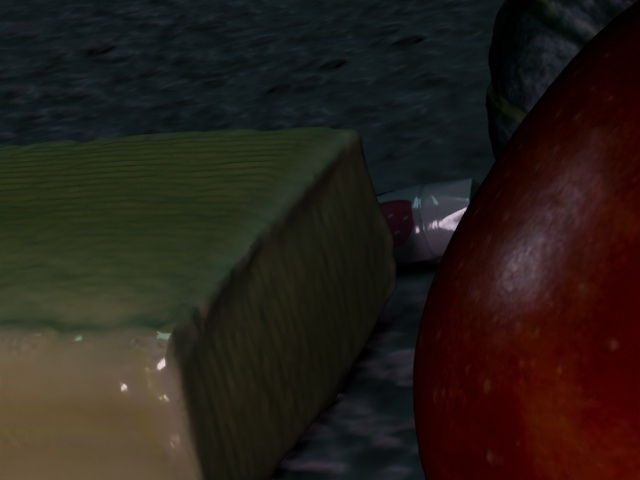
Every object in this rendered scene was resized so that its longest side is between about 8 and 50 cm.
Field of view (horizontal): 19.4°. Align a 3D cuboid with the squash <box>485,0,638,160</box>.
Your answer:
[{"bbox_3d":[0.203,-0.073,0.869,0.252,0.252,0.165,-10,24,9],"label":"squash"}]

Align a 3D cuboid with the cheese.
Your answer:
[{"bbox_3d":[-0.127,0.039,0.952,0.265,0.124,0.242,-2,22,27],"label":"cheese"}]

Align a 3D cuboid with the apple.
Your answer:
[{"bbox_3d":[0.173,0.038,0.615,0.288,0.288,0.317,-13,14,0],"label":"apple"}]

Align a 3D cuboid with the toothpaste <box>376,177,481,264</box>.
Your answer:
[{"bbox_3d":[0.000,0.000,1.076,0.194,0.043,0.067,-11,26,20],"label":"toothpaste"}]
